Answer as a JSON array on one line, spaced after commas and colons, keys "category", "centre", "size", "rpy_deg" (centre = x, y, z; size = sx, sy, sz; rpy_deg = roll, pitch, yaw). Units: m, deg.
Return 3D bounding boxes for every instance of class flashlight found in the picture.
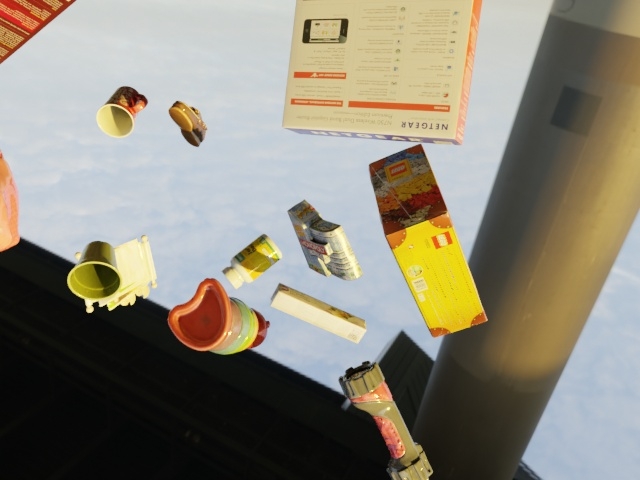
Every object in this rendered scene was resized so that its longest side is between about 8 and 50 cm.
[{"category": "flashlight", "centre": [0.148, 0.436, 1.334], "size": [0.103, 0.304, 0.103], "rpy_deg": [-22, -176, 32]}]

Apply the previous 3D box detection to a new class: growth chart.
[{"category": "growth chart", "centre": [-0.486, 0.083, 1.390], "size": [0.021, 0.171, 0.237], "rpy_deg": [8, -163, 26]}]

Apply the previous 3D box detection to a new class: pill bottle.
[{"category": "pill bottle", "centre": [-0.253, 0.080, 2.086], "size": [0.208, 0.117, 0.117], "rpy_deg": [-39, -134, -11]}]

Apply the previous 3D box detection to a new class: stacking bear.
[{"category": "stacking bear", "centre": [-0.241, 0.228, 1.553], "size": [0.164, 0.175, 0.289], "rpy_deg": [51, -172, 25]}]

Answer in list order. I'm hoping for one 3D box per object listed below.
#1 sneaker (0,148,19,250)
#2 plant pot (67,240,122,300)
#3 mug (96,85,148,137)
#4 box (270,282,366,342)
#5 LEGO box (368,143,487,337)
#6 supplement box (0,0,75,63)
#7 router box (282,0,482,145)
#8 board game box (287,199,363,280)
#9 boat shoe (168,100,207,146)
[{"category": "sneaker", "centre": [-0.503, -0.102, 0.811], "size": [0.116, 0.136, 0.313], "rpy_deg": [-27, -124, -8]}, {"category": "plant pot", "centre": [-0.371, 0.043, 0.954], "size": [0.083, 0.083, 0.079], "rpy_deg": [1, -144, -16]}, {"category": "mug", "centre": [-0.615, -0.415, 1.826], "size": [0.150, 0.113, 0.169], "rpy_deg": [1, -143, -3]}, {"category": "box", "centre": [-0.004, 0.236, 1.862], "size": [0.324, 0.067, 0.063], "rpy_deg": [24, -158, -12]}, {"category": "LEGO box", "centre": [0.346, 0.007, 1.856], "size": [0.193, 0.500, 0.372], "rpy_deg": [-20, -141, 12]}, {"category": "supplement box", "centre": [-0.553, -0.422, 1.006], "size": [0.130, 0.240, 0.073], "rpy_deg": [23, -139, -64]}, {"category": "router box", "centre": [0.108, -0.340, 1.055], "size": [0.336, 0.301, 0.082], "rpy_deg": [9, -176, 22]}, {"category": "board game box", "centre": [0.000, 0.000, 1.423], "size": [0.060, 0.194, 0.194], "rpy_deg": [-35, -155, -18]}, {"category": "boat shoe", "centre": [-0.376, -0.347, 1.645], "size": [0.073, 0.207, 0.073], "rpy_deg": [27, -104, 9]}]
